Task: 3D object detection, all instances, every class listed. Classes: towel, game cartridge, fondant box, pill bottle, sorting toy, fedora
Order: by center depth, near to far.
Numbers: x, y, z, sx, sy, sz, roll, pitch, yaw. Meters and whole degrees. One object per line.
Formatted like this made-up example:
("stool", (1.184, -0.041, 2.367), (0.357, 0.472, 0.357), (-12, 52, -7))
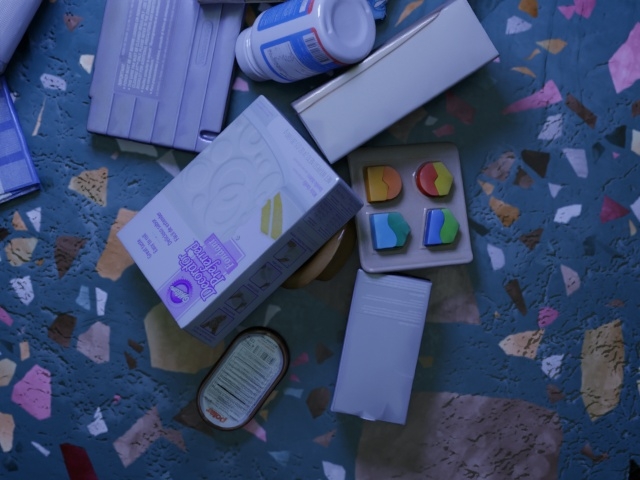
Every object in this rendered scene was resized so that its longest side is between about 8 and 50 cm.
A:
("pill bottle", (-0.031, -0.315, 1.747), (0.124, 0.221, 0.124), (6, 82, -42))
("fondant box", (-0.130, -0.032, 1.755), (0.330, 0.096, 0.238), (-44, 53, 4))
("sorting toy", (0.146, -0.057, 1.794), (0.193, 0.038, 0.208), (-5, 80, -17))
("fedora", (0.000, 0.000, 1.801), (0.079, 0.194, 0.194), (31, 92, -34))
("game cartridge", (-0.246, -0.330, 1.835), (0.230, 0.068, 0.355), (12, 91, 5))
("towel", (-0.625, -0.134, 1.861), (0.285, 0.034, 0.209), (-20, 88, 0))

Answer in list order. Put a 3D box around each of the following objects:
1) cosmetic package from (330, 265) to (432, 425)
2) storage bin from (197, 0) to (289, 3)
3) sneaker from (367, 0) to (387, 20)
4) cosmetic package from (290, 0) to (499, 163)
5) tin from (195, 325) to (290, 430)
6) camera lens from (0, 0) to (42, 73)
("cosmetic package", (0.098, 0.169, 1.811), (0.127, 0.107, 0.238), (13, 94, 2))
("storage bin", (-0.080, -0.506, 1.734), (0.262, 0.123, 0.260), (-1, 95, 1))
("sneaker", (0.087, -0.397, 1.831), (0.162, 0.063, 0.073), (-45, 126, -9))
("cosmetic package", (0.111, -0.253, 1.769), (0.309, 0.160, 0.113), (-34, 100, 1))
("tin", (-0.129, 0.229, 1.850), (0.106, 0.040, 0.189), (36, 92, 5))
("camera lens", (-0.550, -0.409, 1.761), (0.219, 0.219, 0.274), (29, 91, 1))
